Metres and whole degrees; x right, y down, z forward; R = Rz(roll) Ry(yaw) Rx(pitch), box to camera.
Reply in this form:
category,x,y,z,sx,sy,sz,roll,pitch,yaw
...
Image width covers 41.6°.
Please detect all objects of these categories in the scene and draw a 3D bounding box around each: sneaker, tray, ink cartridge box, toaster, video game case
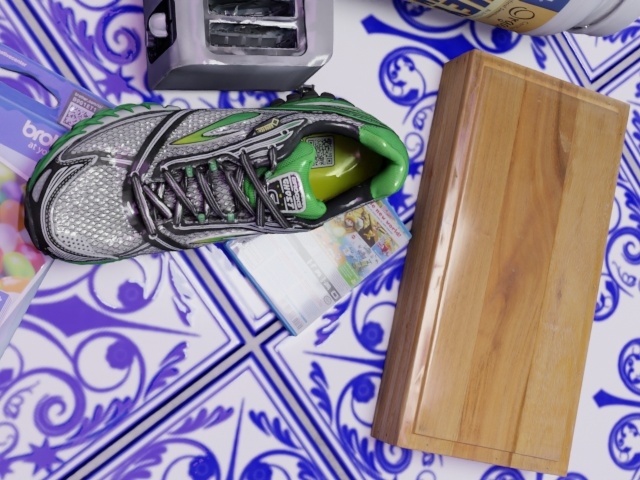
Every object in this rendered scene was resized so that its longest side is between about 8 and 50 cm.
category,x,y,z,sx,sy,sz,roll,pitch,yaw
sneaker,-0.081,-0.060,0.728,0.343,0.146,0.134,-18,110,-22
tray,0.198,0.026,0.900,0.203,0.076,0.411,14,81,-19
ink cartridge box,-0.314,-0.027,0.726,0.186,0.065,0.311,28,76,-17
toaster,-0.075,-0.227,0.796,0.185,0.110,0.168,-2,89,-20
video game case,0.000,0.000,0.861,0.166,0.015,0.119,-39,100,-17

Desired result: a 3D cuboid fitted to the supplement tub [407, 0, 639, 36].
category,x,y,z,sx,sy,sz,roll,pitch,yaw
supplement tub,0.172,-0.332,0.827,0.316,0.228,0.228,10,84,-19
